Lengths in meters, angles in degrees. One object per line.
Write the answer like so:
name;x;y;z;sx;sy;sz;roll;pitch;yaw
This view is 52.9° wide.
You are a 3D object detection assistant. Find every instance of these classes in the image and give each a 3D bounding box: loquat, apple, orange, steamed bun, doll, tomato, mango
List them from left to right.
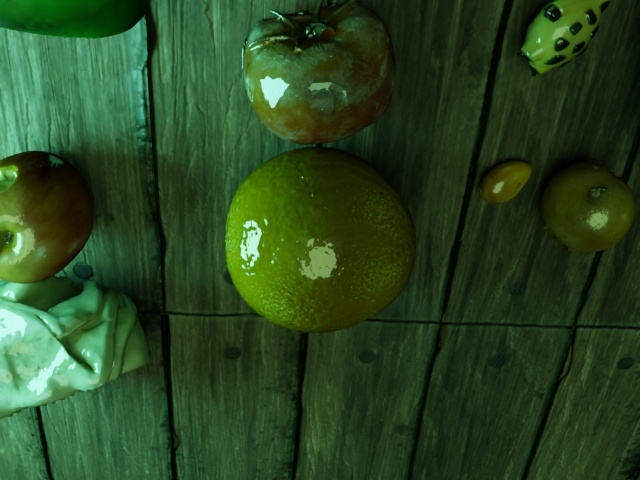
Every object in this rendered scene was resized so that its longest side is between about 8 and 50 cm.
apple;-0.426;-0.030;0.930;0.199;0.199;0.199;-1;120;-2
steamed bun;-0.421;0.142;1.014;0.280;0.268;0.207;-16;90;-1
orange;0.000;0.000;0.921;0.274;0.274;0.274;-1;120;-2
tomato;0.001;-0.215;0.861;0.214;0.155;0.181;-15;124;5
mango;0.290;-0.093;1.005;0.089;0.046;0.060;-31;120;1
loquat;0.406;-0.049;0.985;0.141;0.141;0.141;-1;120;-2
doll;0.384;-0.335;0.845;0.291;0.086;0.117;-43;154;18

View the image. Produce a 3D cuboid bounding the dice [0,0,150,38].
dice;-0.301;-0.399;0.658;0.297;0.287;0.300;13;118;-11
